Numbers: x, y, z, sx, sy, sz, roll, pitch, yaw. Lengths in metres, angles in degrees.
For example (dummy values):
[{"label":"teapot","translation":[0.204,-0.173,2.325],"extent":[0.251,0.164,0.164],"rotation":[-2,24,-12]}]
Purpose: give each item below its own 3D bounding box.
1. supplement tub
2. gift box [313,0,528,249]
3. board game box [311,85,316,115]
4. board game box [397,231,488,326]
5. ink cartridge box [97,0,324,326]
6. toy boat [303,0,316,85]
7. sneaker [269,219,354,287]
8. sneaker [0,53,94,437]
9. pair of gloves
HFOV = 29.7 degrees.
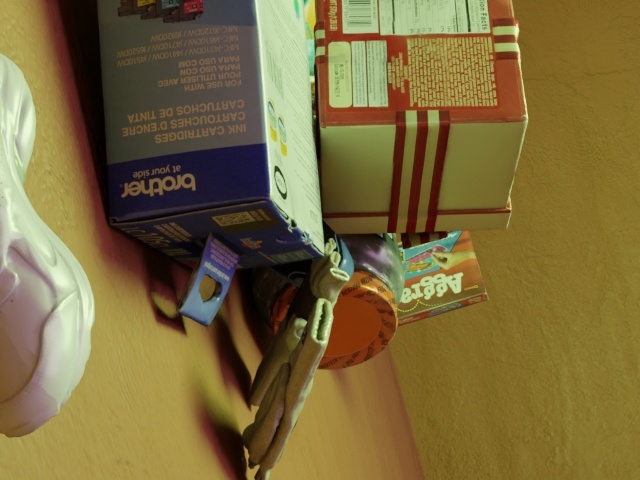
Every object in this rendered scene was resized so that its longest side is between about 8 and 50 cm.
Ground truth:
[{"label":"supplement tub","translation":[0.000,0.000,1.553],"extent":[0.316,0.194,0.193],"rotation":[-99,170,-46]},{"label":"gift box","translation":[0.085,-0.157,1.390],"extent":[0.258,0.276,0.255],"rotation":[86,7,-60]},{"label":"board game box","translation":[0.040,-0.240,1.805],"extent":[0.291,0.232,0.141],"rotation":[31,-26,45]},{"label":"board game box","translation":[0.118,0.072,1.951],"extent":[0.027,0.281,0.145],"rotation":[63,12,-54]},{"label":"ink cartridge box","translation":[-0.095,-0.126,1.126],"extent":[0.270,0.151,0.395],"rotation":[47,35,-75]},{"label":"toy boat","translation":[-0.074,-0.268,1.582],"extent":[0.267,0.148,0.318],"rotation":[34,41,-29]},{"label":"sneaker","translation":[-0.060,-0.031,1.356],"extent":[0.232,0.081,0.090],"rotation":[38,-12,28]},{"label":"sneaker","translation":[-0.187,-0.014,0.589],"extent":[0.232,0.090,0.115],"rotation":[66,10,24]},{"label":"pair of gloves","translation":[-0.023,0.120,1.220],"extent":[0.240,0.042,0.204],"rotation":[-83,-162,-65]}]
